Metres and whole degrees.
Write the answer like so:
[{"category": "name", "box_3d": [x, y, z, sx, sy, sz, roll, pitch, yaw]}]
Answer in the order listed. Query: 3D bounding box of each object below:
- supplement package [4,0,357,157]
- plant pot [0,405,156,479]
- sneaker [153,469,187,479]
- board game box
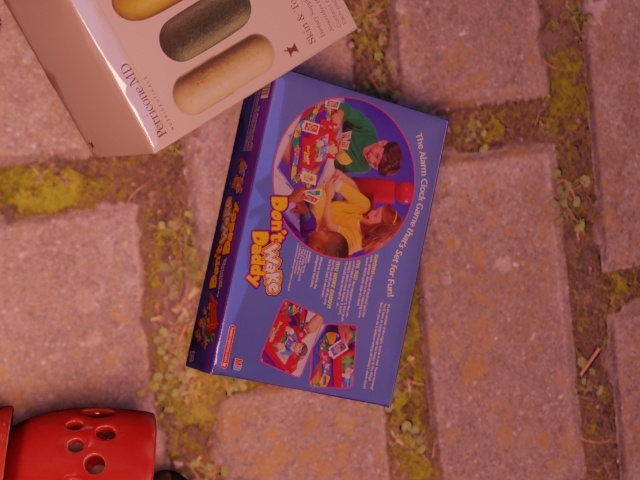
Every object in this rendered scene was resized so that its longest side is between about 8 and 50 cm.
[{"category": "supplement package", "box_3d": [-0.147, -0.235, 1.425, 0.262, 0.198, 0.199, -35, 107, -22]}, {"category": "plant pot", "box_3d": [-0.260, 0.261, 1.379, 0.174, 0.191, 0.191, 6, 89, -11]}, {"category": "sneaker", "box_3d": [-0.104, 0.363, 1.539, 0.124, 0.107, 0.283, -38, 109, -42]}, {"category": "board game box", "box_3d": [0.000, 0.000, 1.575, 0.233, 0.078, 0.347, 15, 85, -27]}]
